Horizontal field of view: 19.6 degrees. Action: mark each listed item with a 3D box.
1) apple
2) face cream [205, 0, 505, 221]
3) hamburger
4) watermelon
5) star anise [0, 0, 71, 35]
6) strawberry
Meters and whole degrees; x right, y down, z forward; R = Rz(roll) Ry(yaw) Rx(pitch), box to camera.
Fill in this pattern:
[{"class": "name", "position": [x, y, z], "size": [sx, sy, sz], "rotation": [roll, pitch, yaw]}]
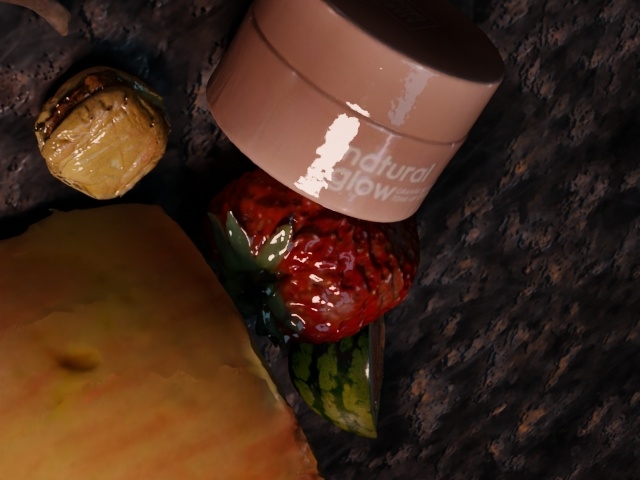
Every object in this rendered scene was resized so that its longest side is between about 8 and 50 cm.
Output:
[{"class": "apple", "position": [-0.174, 0.159, 1.161], "size": [0.309, 0.314, 0.252], "rotation": [-28, -177, -15]}, {"class": "face cream", "position": [0.020, -0.095, 1.092], "size": [0.149, 0.149, 0.104], "rotation": [7, 124, -44]}, {"class": "hamburger", "position": [-0.127, -0.065, 1.089], "size": [0.076, 0.044, 0.083], "rotation": [-40, 141, 4]}, {"class": "watermelon", "position": [0.011, 0.093, 1.371], "size": [0.069, 0.087, 0.163], "rotation": [3, 136, 7]}, {"class": "star anise", "position": [-0.229, -0.070, 0.928], "size": [0.227, 0.148, 0.218], "rotation": [-22, -176, -5]}, {"class": "strawberry", "position": [0.000, -0.001, 1.190], "size": [0.148, 0.131, 0.131], "rotation": [-33, 143, -14]}]
